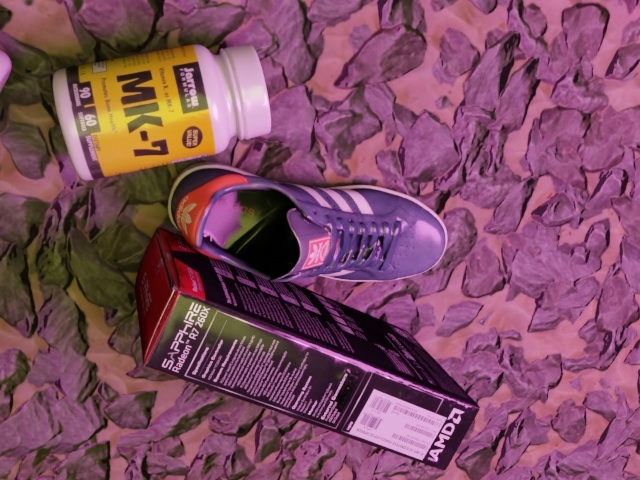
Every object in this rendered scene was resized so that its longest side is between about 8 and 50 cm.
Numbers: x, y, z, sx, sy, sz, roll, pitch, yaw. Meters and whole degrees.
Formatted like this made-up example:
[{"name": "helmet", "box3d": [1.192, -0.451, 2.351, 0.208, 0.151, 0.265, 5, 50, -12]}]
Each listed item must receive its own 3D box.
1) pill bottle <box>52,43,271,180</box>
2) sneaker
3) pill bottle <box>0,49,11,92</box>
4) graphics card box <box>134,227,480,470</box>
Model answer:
[{"name": "pill bottle", "box3d": [-0.165, -0.142, 0.819, 0.208, 0.119, 0.119, -14, 112, -10]}, {"name": "sneaker", "box3d": [0.000, 0.000, 0.894, 0.350, 0.148, 0.131, 7, 107, -17]}, {"name": "pill bottle", "box3d": [-0.446, -0.176, 0.716, 0.265, 0.153, 0.153, 30, 99, -22]}, {"name": "graphics card box", "box3d": [-0.026, 0.120, 0.884, 0.371, 0.233, 0.094, 23, 98, -21]}]
